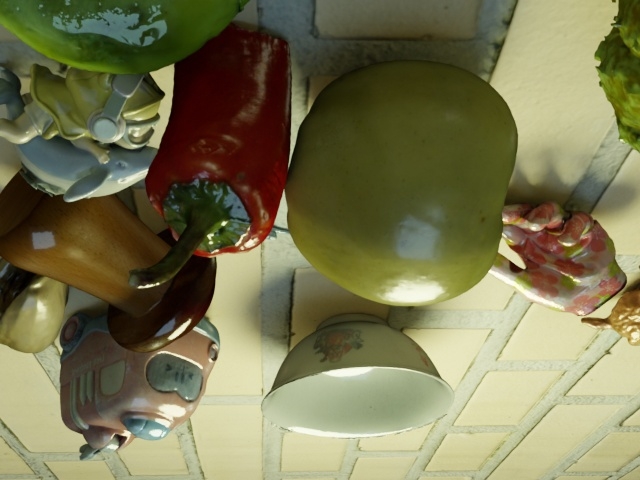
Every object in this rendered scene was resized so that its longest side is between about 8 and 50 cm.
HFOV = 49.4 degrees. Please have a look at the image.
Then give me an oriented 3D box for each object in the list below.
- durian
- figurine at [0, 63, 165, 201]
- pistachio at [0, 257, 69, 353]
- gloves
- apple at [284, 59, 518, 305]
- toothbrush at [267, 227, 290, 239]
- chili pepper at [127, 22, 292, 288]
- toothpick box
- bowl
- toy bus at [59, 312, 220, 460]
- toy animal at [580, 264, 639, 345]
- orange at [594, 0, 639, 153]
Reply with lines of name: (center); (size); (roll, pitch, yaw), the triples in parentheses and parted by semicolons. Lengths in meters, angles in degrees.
durian: (-0.190, -0.219, 0.632); (0.250, 0.101, 0.139); (9, 144, -15)
figurine: (-0.258, -0.129, 0.739); (0.208, 0.128, 0.184); (28, 112, -17)
pistachio: (-0.446, 0.092, 1.070); (0.129, 0.131, 0.206); (44, 137, 11)
gloves: (0.317, 0.006, 0.988); (0.241, 0.126, 0.145); (44, 137, -11)
apple: (0.088, -0.065, 0.759); (0.262, 0.263, 0.262); (-1, 146, -1)
toothbrush: (0.000, 0.000, 1.043); (0.193, 0.019, 0.013); (8, 144, -17)
chili pepper: (-0.098, -0.057, 0.667); (0.134, 0.339, 0.131); (11, 142, -13)
toothpick box: (-0.272, 0.019, 0.919); (0.192, 0.192, 0.294); (-23, 134, 28)
bowl: (0.063, 0.233, 1.266); (0.345, 0.157, 0.346); (-2, 147, -1)
toy bus: (-0.317, 0.237, 1.186); (0.294, 0.232, 0.197); (-24, 140, 30)
toy animal: (0.531, 0.099, 1.148); (0.183, 0.104, 0.185); (-4, 151, 16)
orange: (0.404, -0.176, 0.626); (0.301, 0.223, 0.300); (-8, 135, 14)
